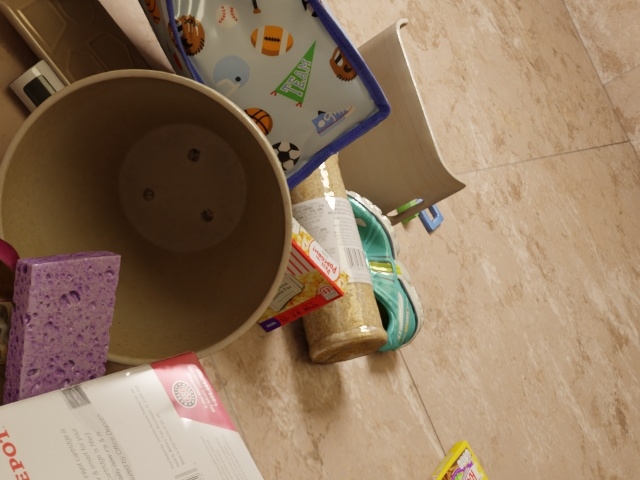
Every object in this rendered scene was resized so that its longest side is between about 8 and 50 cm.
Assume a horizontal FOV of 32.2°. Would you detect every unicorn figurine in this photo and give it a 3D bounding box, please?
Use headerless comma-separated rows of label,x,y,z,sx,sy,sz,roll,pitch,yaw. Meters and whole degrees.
unicorn figurine,-0.380,0.080,1.159,0.162,0.060,0.111,20,41,-63

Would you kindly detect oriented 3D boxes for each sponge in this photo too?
sponge,-0.277,0.118,1.177,0.117,0.031,0.210,-6,108,-51

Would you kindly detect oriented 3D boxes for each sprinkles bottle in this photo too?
sprinkles bottle,0.000,0.000,1.655,0.121,0.121,0.355,9,60,-50

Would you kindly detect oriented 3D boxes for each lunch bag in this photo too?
lunch bag,-0.115,-0.312,1.471,0.385,0.239,0.328,51,1,-34

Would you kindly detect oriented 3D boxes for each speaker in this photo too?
speaker,-0.326,-0.157,1.392,0.136,0.055,0.055,53,35,-14

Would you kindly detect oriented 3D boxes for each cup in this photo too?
cup,-0.183,-0.044,1.312,0.331,0.331,0.237,57,12,-8

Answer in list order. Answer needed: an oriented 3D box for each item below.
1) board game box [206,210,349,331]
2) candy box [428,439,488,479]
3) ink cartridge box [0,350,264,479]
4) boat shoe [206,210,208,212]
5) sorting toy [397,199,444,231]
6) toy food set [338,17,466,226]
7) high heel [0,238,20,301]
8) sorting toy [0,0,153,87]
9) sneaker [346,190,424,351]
board game box,-0.078,0.025,1.512,0.193,0.146,0.045,46,37,-21
candy box,0.208,0.407,1.733,0.105,0.027,0.206,62,34,-6
ink cartridge box,-0.212,0.250,1.103,0.283,0.117,0.207,-13,65,-45
boat shoe,-0.100,-0.100,1.577,0.206,0.075,0.065,-32,75,-21
sorting toy,0.142,-0.181,2.038,0.196,0.047,0.348,-12,77,-55
toy food set,0.102,-0.183,1.831,0.092,0.219,0.306,5,63,-51
high heel,-0.344,0.033,1.063,0.117,0.082,0.244,39,-3,-7
sorting toy,-0.327,-0.265,1.484,0.193,0.038,0.208,53,28,-14
sneaker,0.072,0.045,1.743,0.110,0.107,0.275,-27,90,-47
